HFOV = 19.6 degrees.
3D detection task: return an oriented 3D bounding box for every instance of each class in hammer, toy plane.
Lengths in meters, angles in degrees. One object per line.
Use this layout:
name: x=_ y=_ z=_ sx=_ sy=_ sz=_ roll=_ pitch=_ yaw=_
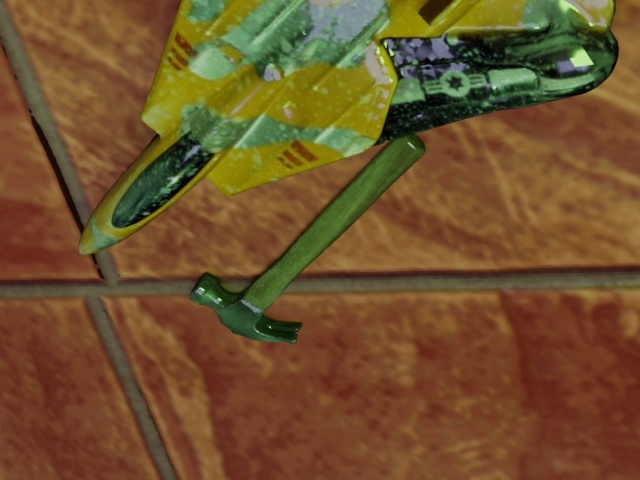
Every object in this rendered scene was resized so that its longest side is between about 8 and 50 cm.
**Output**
hammer: x=0.000 y=0.000 z=0.986 sx=0.062 sy=0.017 sz=0.182 roll=38 pitch=131 yaw=-10
toy plane: x=-0.024 y=-0.080 z=0.882 sx=0.204 sy=0.103 sz=0.316 roll=42 pitch=138 yaw=-10
